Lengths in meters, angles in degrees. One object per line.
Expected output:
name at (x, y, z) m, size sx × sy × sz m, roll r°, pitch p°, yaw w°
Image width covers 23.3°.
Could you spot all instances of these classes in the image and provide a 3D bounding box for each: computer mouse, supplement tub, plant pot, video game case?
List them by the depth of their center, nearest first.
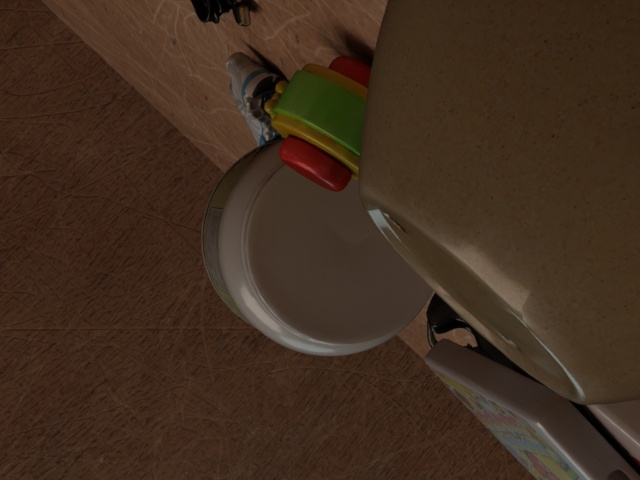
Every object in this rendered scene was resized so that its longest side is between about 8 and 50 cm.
plant pot at (0.128, -0.042, 0.661) m, size 0.284 × 0.191 × 0.284 m, roll 42°, pitch 174°, yaw 5°
video game case at (0.168, 0.154, 0.969) m, size 0.206 × 0.026 × 0.227 m, roll 46°, pitch 175°, yaw -12°
computer mouse at (-0.139, -0.271, 1.530) m, size 0.184 × 0.060 × 0.262 m, roll 45°, pitch 175°, yaw -11°
supplement tub at (0.000, 0.000, 1.669) m, size 0.235 × 0.235 × 0.325 m, roll 44°, pitch 174°, yaw -8°

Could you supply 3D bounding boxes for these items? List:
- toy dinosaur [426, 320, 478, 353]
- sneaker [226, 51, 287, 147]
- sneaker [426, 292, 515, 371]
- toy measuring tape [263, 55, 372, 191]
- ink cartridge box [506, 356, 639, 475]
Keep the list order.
toy dinosaur at (0.264, 0.182, 1.966) m, size 0.313 × 0.121 × 0.160 m, roll 51°, pitch 160°, yaw -23°
sneaker at (-0.068, -0.165, 1.860) m, size 0.083 × 0.071 × 0.190 m, roll 48°, pitch 169°, yaw 26°
sneaker at (0.227, 0.123, 1.534) m, size 0.286 × 0.130 × 0.109 m, roll 40°, pitch 172°, yaw 20°
toy measuring tape at (0.054, -0.085, 1.332) m, size 0.330 × 0.121 × 0.121 m, roll 26°, pitch 163°, yaw 46°
ink cartridge box at (0.288, 0.136, 0.981) m, size 0.285 × 0.166 × 0.395 m, roll 40°, pitch 173°, yaw 31°
